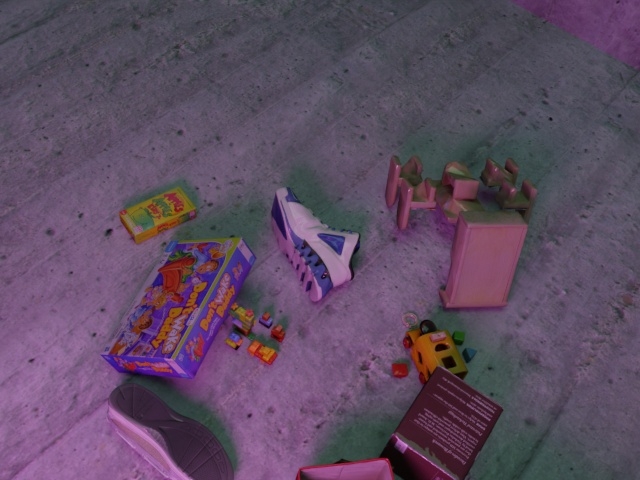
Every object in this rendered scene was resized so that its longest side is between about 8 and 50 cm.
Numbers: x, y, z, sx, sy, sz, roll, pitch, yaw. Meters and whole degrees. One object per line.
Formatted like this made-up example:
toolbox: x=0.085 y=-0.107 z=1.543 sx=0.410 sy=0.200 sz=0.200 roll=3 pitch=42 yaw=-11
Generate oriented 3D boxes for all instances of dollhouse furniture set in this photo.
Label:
dollhouse furniture set: x=0.392 y=-0.036 z=1.785 sx=0.362 sy=0.256 sz=0.394 roll=0 pitch=33 yaw=-9

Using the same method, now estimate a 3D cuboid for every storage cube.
storage cube: x=0.049 y=0.553 z=1.268 sx=0.183 sy=0.193 sz=0.215 roll=-3 pitch=53 yaw=-10

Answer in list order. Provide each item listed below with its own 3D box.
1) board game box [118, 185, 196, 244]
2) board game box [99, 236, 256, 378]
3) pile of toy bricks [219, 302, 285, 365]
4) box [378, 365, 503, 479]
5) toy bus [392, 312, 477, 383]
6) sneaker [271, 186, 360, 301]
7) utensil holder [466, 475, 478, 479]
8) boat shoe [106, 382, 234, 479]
board game box: x=-0.436 y=-0.070 z=1.754 sx=0.181 sy=0.043 sz=0.092 roll=-28 pitch=62 yaw=-25
board game box: x=-0.324 y=0.148 z=1.519 sx=0.233 sy=0.078 sz=0.347 roll=-3 pitch=46 yaw=31
pile of toy bricks: x=-0.181 y=0.194 z=1.556 sx=0.212 sy=0.105 sz=0.118 roll=30 pitch=55 yaw=14
box: x=0.258 y=0.420 z=1.411 sx=0.167 sy=0.168 sz=0.203 roll=32 pitch=56 yaw=15
toy bus: x=0.274 y=0.259 z=1.574 sx=0.202 sy=0.104 sz=0.191 roll=25 pitch=54 yaw=10
sneaker: x=0.001 y=0.001 z=1.727 sx=0.182 sy=0.127 sz=0.315 roll=-17 pitch=64 yaw=-24
utensil holder: x=0.344 y=0.666 z=1.154 sx=0.385 sy=0.328 sz=0.327 roll=34 pitch=56 yaw=20
boat shoe: x=-0.322 y=0.432 z=1.376 sx=0.320 sy=0.103 sz=0.118 roll=33 pitch=37 yaw=9
